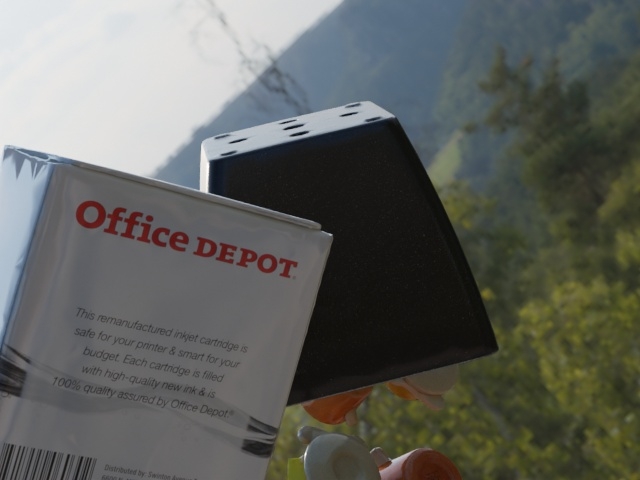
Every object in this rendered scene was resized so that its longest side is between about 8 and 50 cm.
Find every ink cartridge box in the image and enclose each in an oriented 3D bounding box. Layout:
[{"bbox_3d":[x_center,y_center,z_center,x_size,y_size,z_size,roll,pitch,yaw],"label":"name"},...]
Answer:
[{"bbox_3d":[-0.092,0.066,0.640,0.082,0.140,0.190,16,91,60],"label":"ink cartridge box"}]

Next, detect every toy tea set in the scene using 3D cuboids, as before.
[{"bbox_3d":[0.039,0.175,1.472,0.124,0.200,0.336,-43,34,42],"label":"toy tea set"}]

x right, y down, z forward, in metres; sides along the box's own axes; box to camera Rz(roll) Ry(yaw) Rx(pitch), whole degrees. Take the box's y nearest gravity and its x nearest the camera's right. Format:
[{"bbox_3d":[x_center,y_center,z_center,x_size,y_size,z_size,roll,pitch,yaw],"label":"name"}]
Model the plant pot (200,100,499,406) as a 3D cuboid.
[{"bbox_3d":[0.000,0.000,0.992,0.187,0.167,0.188,-13,11,-4],"label":"plant pot"}]
